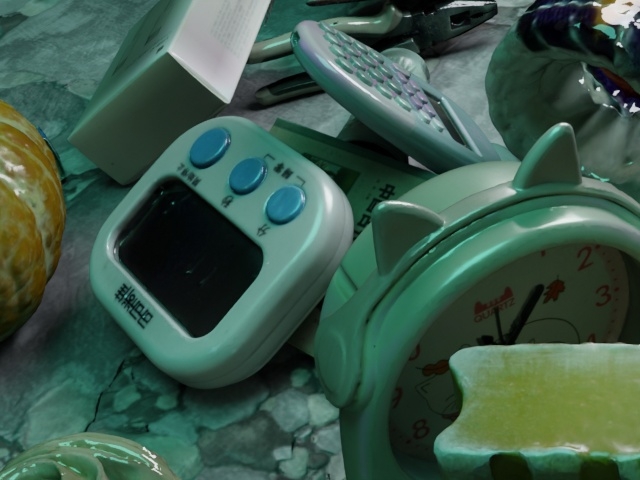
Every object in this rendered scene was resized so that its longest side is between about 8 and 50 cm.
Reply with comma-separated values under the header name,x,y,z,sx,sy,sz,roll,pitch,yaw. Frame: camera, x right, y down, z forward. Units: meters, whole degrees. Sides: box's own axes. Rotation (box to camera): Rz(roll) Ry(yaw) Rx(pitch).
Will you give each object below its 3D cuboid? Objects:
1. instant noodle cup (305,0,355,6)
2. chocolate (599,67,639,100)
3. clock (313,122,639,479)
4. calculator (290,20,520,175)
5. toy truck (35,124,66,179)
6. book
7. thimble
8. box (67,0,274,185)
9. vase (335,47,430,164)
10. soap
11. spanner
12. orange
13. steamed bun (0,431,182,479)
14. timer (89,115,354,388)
name,x,y,z,sx,sy,sz,roll,pitch,yaw
instant noodle cup,0.091,-0.432,1.351,0.242,0.231,0.243,-5,12,1
chocolate,0.285,-0.149,1.105,0.148,0.125,0.080,-19,55,-11
clock,0.120,0.067,0.724,0.265,0.324,0.109,-23,39,-11
calculator,0.093,-0.126,1.043,0.041,0.298,0.185,-51,30,20
toy truck,-0.411,-0.079,1.301,0.175,0.067,0.081,-27,34,-8
book,0.000,0.000,1.021,0.282,0.025,0.215,23,79,41
thimble,0.277,-0.134,0.929,0.237,0.237,0.150,20,55,37
box,-0.178,-0.216,1.281,0.203,0.106,0.252,-31,31,36
vase,0.070,-0.134,1.175,0.096,0.096,0.219,-1,38,19
soap,0.170,0.182,0.606,0.173,0.274,0.089,-1,42,19
spanner,0.064,-0.252,1.311,0.324,0.096,0.040,-15,39,2
orange,-0.419,-0.010,1.070,0.329,0.249,0.329,-10,34,7
steamed bun,-0.183,0.231,0.775,0.211,0.144,0.218,13,47,31
timer,-0.098,0.008,1.010,0.237,0.087,0.262,-51,47,-1
